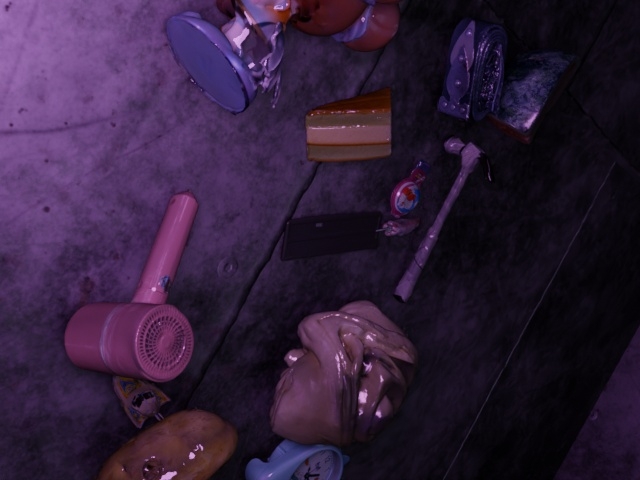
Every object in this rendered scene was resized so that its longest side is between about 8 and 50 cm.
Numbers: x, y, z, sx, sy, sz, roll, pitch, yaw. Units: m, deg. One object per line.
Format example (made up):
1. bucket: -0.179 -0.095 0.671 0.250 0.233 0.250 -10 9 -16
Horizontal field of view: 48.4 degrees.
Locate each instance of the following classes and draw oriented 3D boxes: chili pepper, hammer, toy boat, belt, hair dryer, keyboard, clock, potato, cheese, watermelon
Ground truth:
1. chili pepper: 0.190 -0.032 1.676 0.153 0.050 0.041 -10 120 -47
2. hammer: 0.277 -0.038 1.723 0.044 0.152 0.427 5 118 -46
3. toy boat: -0.349 0.287 1.339 0.084 0.066 0.210 -39 151 -15
4. belt: 0.356 -0.379 1.590 0.122 0.128 0.218 -15 121 -35
5. hair dryer: -0.299 0.067 1.251 0.125 0.210 0.353 39 59 -43
6. keyboard: -0.010 -0.004 1.538 0.381 0.041 0.104 -10 116 -44
7. clock: -0.046 0.571 1.749 0.274 0.094 0.224 -28 127 -30
8. potato: -0.303 0.435 1.391 0.296 0.191 0.141 -21 110 -31
9. cheese: 0.209 -0.118 1.659 0.095 0.038 0.145 28 92 -45
10. watermelon: 0.517 -0.362 1.765 0.318 0.148 0.226 -46 152 -32

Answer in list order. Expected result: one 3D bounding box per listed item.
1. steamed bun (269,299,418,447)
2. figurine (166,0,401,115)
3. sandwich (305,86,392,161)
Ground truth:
1. steamed bun: 0.071 0.323 1.616 0.352 0.247 0.340 5 106 -37
2. figurine: -0.031 -0.384 1.188 0.248 0.276 0.388 45 70 1
3. sandwich: 0.062 -0.243 1.491 0.187 0.144 0.117 -3 118 0
